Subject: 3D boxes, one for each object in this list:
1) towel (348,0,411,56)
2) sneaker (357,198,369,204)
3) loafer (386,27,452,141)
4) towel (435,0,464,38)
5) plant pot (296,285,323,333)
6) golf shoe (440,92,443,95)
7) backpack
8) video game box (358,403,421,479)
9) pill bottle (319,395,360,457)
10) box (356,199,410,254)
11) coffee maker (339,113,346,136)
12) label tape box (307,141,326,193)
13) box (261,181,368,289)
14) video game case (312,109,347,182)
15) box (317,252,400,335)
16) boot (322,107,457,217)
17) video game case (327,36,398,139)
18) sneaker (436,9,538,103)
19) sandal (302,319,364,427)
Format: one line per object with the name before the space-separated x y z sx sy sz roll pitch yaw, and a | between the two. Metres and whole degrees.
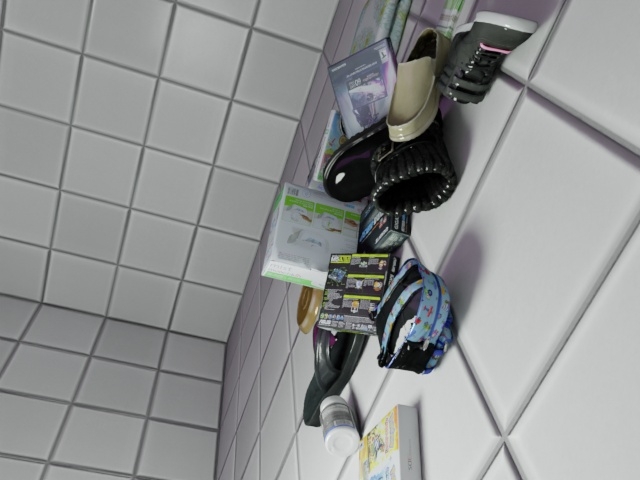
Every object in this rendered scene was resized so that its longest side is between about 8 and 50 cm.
towel | 0.182 -0.642 1.977 0.320 0.090 0.375 -154 79 -74
sneaker | 0.055 -0.112 1.807 0.221 0.128 0.087 -178 102 -77
loafer | 0.191 -0.318 1.240 0.101 0.092 0.269 0 58 44
towel | 0.292 -0.509 1.478 0.113 0.023 0.152 -109 36 -67
plant pot | -0.038 0.198 2.083 0.236 0.032 0.236 -165 90 -78
golf shoe | 0.256 -0.359 1.376 0.176 0.069 0.086 141 149 -67
backpack | 0.169 0.125 1.070 0.158 0.116 0.173 -95 23 -58
video game box | 0.120 0.427 1.100 0.187 0.048 0.205 121 159 -45
pill bottle | 0.040 0.415 1.387 0.137 0.078 0.078 -111 37 -70
box | 0.151 -0.041 1.487 0.220 0.051 0.175 126 156 -57
coffee maker | 0.164 -0.322 1.583 0.178 0.171 0.120 -25 74 47
label tape box | 0.026 -0.218 1.987 0.241 0.105 0.334 -99 33 -76
box | 0.000 0.000 1.619 0.127 0.261 0.231 129 152 -63
video game case | 0.083 -0.234 1.689 0.023 0.212 0.193 19 95 47
box | 0.085 0.121 1.422 0.190 0.045 0.184 -2 70 46
boot | 0.130 -0.132 1.322 0.348 0.131 0.260 -38 33 35
video game case | 0.126 -0.318 1.481 0.196 0.026 0.274 -13 94 46
sneaker | 0.292 -0.317 1.099 0.296 0.104 0.147 -110 34 -79
sandal | 0.016 0.298 1.555 0.168 0.107 0.446 -99 27 -60
